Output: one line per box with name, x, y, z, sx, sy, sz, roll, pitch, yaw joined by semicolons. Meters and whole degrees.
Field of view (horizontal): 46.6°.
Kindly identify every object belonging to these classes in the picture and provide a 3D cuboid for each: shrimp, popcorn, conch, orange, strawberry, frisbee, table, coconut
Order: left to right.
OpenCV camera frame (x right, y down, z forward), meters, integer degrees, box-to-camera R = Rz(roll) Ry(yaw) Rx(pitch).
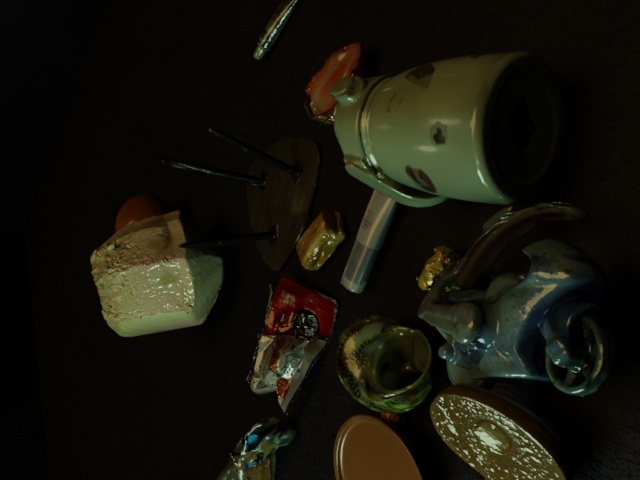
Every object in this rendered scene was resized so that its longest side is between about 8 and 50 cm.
orange;-0.489;-0.032;2.120;0.206;0.206;0.205;-17;70;54
coconut;-0.393;0.084;1.873;0.297;0.310;0.297;-15;-90;-89
table;-0.200;-0.120;1.655;0.317;0.249;0.317;-16;70;54
shrimp;-0.162;0.564;1.597;0.221;0.110;0.445;42;122;45
strawberry;0.039;-0.314;1.493;0.187;0.082;0.146;-55;47;25
frisbee;0.101;0.414;1.254;0.251;0.021;0.250;15;109;53
conch;0.116;0.201;1.240;0.187;0.124;0.181;-25;51;26
popcorn;0.201;0.056;1.189;0.084;0.084;0.084;-17;70;54

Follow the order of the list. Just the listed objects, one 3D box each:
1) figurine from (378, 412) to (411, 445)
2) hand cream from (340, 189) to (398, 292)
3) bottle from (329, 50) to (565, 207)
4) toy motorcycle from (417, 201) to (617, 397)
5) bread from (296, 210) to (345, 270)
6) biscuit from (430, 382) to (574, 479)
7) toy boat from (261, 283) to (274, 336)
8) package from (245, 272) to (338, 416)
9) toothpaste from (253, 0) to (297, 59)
figurine;0.124;0.336;1.265;0.064;0.047;0.109;-5;85;27
hand cream;0.101;-0.026;1.366;0.079;0.048;0.255;39;115;54
bottle;0.167;-0.161;1.128;0.352;0.229;0.229;8;90;49
toy motorcycle;0.247;0.081;0.971;0.319;0.182;0.240;-24;83;62
bread;0.000;0.000;1.510;0.132;0.054;0.074;-54;38;35
biscuit;0.244;0.266;0.993;0.208;0.049;0.181;42;147;8
toy boat;-0.109;0.163;1.665;0.096;0.034;0.122;-43;41;39
package;-0.064;0.218;1.548;0.194;0.071;0.269;21;91;36
toothpaste;-0.102;-0.527;1.788;0.216;0.037;0.062;-52;42;30
